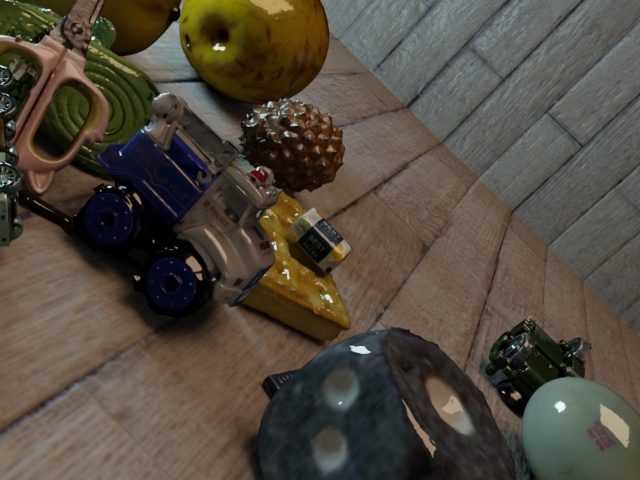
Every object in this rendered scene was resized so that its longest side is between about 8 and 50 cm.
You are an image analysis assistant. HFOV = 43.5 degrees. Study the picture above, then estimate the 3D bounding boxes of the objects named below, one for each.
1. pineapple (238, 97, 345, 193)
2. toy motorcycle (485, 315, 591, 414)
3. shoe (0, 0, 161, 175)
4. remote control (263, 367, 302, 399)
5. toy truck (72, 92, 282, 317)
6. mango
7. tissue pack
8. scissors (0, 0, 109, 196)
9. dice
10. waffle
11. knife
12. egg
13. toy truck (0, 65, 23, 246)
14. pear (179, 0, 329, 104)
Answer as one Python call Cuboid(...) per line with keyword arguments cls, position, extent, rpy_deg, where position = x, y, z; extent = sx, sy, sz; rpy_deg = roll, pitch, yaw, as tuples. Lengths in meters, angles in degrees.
Cuboid(cls="pineapple", position=(-0.058, -0.162, 1.316), extent=(0.193, 0.166, 0.166), rpy_deg=(20, 31, -50))
Cuboid(cls="toy motorcycle", position=(0.403, 0.233, 1.482), extent=(0.205, 0.127, 0.275), rpy_deg=(43, 27, -1))
Cuboid(cls="shoe", position=(-0.294, -0.193, 0.939), extent=(0.262, 0.140, 0.128), rpy_deg=(32, 19, -37))
Cuboid(cls="remote control", position=(-0.009, 0.169, 0.939), extent=(0.152, 0.027, 0.044), rpy_deg=(3, 51, -59))
Cuboid(cls="toy truck", position=(-0.135, -0.035, 0.865), extent=(0.213, 0.177, 0.161), rpy_deg=(45, 13, 3))
Cuboid(cls="mango", position=(-0.383, -0.433, 1.157), extent=(0.445, 0.221, 0.301), rpy_deg=(42, 24, 21))
Cuboid(cls="tissue pack", position=(0.000, 0.000, 1.097), extent=(0.083, 0.042, 0.062), rpy_deg=(46, 22, 2))
Cuboid(cls="scissors", position=(-0.275, -0.207, 0.863), extent=(0.160, 0.318, 0.024), rpy_deg=(31, -21, -30))
Cuboid(cls="dice", position=(0.063, 0.207, 0.775), extent=(0.181, 0.183, 0.182), rpy_deg=(25, 28, -45))
Cuboid(cls="waffle", position=(-0.061, 0.014, 1.100), extent=(0.168, 0.057, 0.274), rpy_deg=(30, 24, -35))
Cuboid(cls="knife", position=(-0.245, -0.004, 0.851), extent=(0.170, 0.010, 0.023), rpy_deg=(35, 21, -28))
Cuboid(cls="egg", position=(0.413, 0.330, 1.205), extent=(0.264, 0.183, 0.183), rpy_deg=(58, 24, 18))
Cuboid(cls="toy truck", position=(-0.327, -0.078, 0.711), extent=(0.115, 0.080, 0.178), rpy_deg=(-4, 55, -22))
Cuboid(cls="pear", position=(-0.124, -0.383, 1.478), extent=(0.280, 0.281, 0.281), rpy_deg=(38, 21, -17))
